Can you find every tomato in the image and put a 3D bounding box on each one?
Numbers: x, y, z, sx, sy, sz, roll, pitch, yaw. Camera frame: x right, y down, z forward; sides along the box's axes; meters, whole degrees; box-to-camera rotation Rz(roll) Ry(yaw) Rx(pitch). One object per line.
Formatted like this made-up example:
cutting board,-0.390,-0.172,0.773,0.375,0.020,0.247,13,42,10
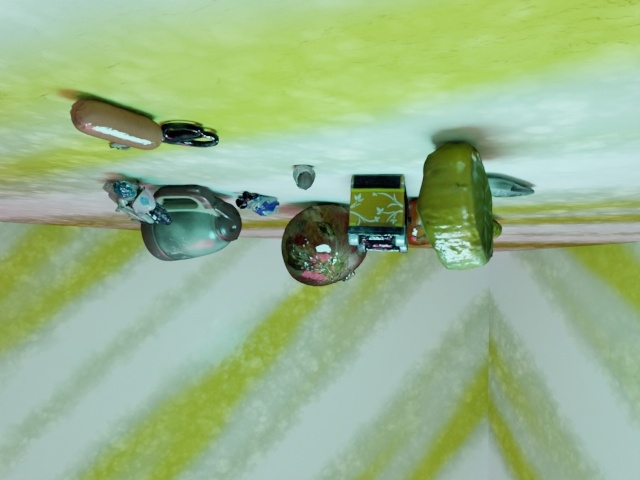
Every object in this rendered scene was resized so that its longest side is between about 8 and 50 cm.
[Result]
tomato,0.334,-0.068,1.587,0.167,0.167,0.167,2,175,0

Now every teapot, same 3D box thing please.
teapot,-0.439,-0.078,1.631,0.312,0.233,0.315,-6,144,21

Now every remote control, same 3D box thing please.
remote control,0.480,-0.138,1.265,0.256,0.045,0.097,2,178,-42

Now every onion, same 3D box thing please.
onion,0.020,0.015,1.788,0.354,0.353,0.353,2,175,0

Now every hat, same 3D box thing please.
hat,-0.039,-0.169,1.217,0.058,0.042,0.087,3,141,4

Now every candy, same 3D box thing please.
candy,0.279,-0.066,0.958,0.118,0.259,0.260,-5,172,28

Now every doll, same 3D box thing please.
doll,-0.207,-0.124,1.650,0.096,0.070,0.195,-35,154,25

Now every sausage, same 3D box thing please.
sausage,-0.348,-0.198,0.821,0.062,0.062,0.154,-1,174,38

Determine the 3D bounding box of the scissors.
scissors,-0.341,-0.206,0.981,0.300,0.022,0.109,0,171,31

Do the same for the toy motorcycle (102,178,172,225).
toy motorcycle,-0.575,-0.137,1.439,0.239,0.108,0.204,10,159,14

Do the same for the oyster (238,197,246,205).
oyster,-0.247,-0.133,1.709,0.100,0.037,0.098,4,176,-16

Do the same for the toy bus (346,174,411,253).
toy bus,0.176,-0.067,1.376,0.162,0.194,0.323,1,172,13

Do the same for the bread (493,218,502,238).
bread,0.642,-0.058,1.876,0.098,0.087,0.269,-2,173,35
